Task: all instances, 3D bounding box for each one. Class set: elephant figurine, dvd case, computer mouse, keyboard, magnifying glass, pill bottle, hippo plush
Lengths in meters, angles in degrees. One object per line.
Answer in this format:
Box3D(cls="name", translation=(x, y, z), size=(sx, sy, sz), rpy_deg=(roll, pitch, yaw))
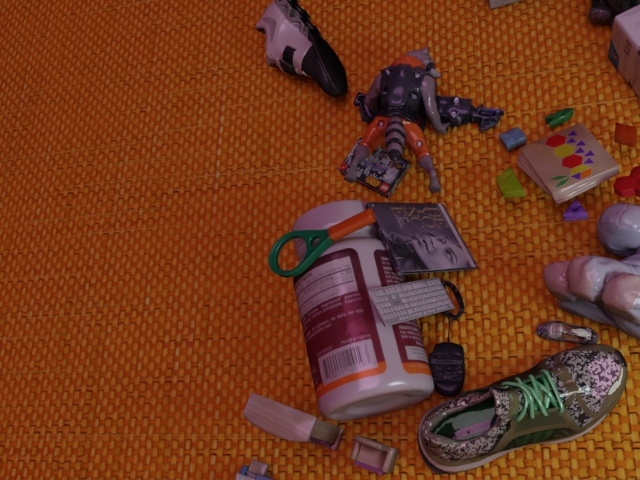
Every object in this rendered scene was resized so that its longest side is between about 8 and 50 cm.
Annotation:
Box3D(cls="elephant figurine", translation=(0.638, -0.563, 1.459), size=(0.186, 0.239, 0.169), rpy_deg=(32, 83, 26))
Box3D(cls="dvd case", translation=(0.206, -0.008, 1.424), size=(0.018, 0.221, 0.164), rpy_deg=(-48, 55, 40))
Box3D(cls="computer mouse", translation=(0.255, 0.196, 1.416), size=(0.071, 0.041, 0.242), rpy_deg=(2, 64, 10))
Box3D(cls="keyboard", translation=(0.175, 0.112, 1.331), size=(0.014, 0.256, 0.072), rpy_deg=(-31, 74, 35))
Box3D(cls="magnifying glass", translation=(0.000, 0.000, 1.335), size=(0.231, 0.026, 0.092), rpy_deg=(-27, 52, 23))
Box3D(cls="pill bottle", translation=(0.068, 0.134, 1.392), size=(0.224, 0.224, 0.392), rpy_deg=(-18, 65, 11))
Box3D(cls="hippo plush", translation=(0.574, 0.042, 1.254), size=(0.294, 0.234, 0.236), rpy_deg=(26, 81, 26))

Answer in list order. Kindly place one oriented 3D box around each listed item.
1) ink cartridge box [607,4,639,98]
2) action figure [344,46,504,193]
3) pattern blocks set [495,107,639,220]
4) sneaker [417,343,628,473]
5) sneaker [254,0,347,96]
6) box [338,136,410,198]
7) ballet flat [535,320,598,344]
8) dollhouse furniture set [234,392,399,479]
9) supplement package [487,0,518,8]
Box3D(cls="ink cartridge box", translation=(0.670, -0.360, 1.427), size=(0.082, 0.139, 0.190), rpy_deg=(-27, 65, 5))
Box3D(cls="action figure", translation=(0.218, -0.272, 1.522), size=(0.342, 0.178, 0.330), rpy_deg=(2, 67, 15))
Box3D(cls="pattern blocks set", translation=(0.492, -0.154, 1.405), size=(0.286, 0.026, 0.324), rpy_deg=(-17, 41, 13))
Box3D(cls="sneaker", translation=(0.355, 0.298, 1.257), size=(0.410, 0.182, 0.158), rpy_deg=(-28, 64, 6))
Box3D(cls="sneaker", translation=(-0.053, -0.448, 1.729), size=(0.146, 0.122, 0.330), rpy_deg=(-40, 63, 21))
Box3D(cls="box", translation=(0.121, -0.165, 1.598), size=(0.137, 0.027, 0.094), rpy_deg=(30, 82, 25))
Box3D(cls="ballet flat", translation=(0.470, 0.173, 1.347), size=(0.114, 0.041, 0.041), rpy_deg=(7, 73, 21))
Box3D(cls="dollhouse furniture set", translation=(-0.050, 0.479, 1.315), size=(0.287, 0.198, 0.303), rpy_deg=(15, 76, 23))
Box3D(cls="supplement package", translation=(0.451, -0.661, 1.580), size=(0.194, 0.203, 0.149), rpy_deg=(-13, 66, 14))
